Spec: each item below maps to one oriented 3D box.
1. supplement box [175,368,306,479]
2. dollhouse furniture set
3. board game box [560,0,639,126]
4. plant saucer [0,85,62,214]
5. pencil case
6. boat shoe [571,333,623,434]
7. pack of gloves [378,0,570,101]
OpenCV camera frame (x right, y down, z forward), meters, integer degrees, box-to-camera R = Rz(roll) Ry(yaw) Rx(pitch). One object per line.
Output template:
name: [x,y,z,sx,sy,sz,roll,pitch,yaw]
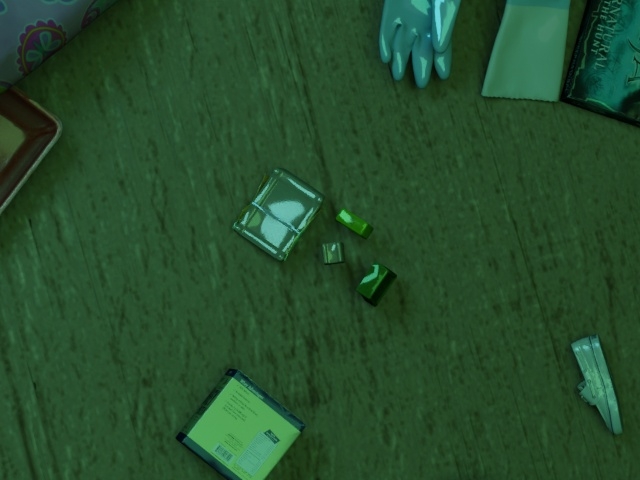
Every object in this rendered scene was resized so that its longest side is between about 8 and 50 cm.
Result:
supplement box: [-0.073,0.175,1.427,0.083,0.056,0.083,40,80,-7]
dollhouse furniture set: [0.000,0.000,1.470,0.151,0.058,0.076,33,88,11]
board game box: [0.321,-0.208,1.547,0.126,0.026,0.186,17,84,-10]
plant saucer: [-0.405,-0.074,1.377,0.258,0.048,0.259,37,80,-8]
pencil case: [-0.265,-0.216,1.351,0.124,0.124,0.284,46,63,-6]
boat shoe: [0.267,0.143,1.515,0.035,0.035,0.100,-16,94,15]
pack of gloves: [0.162,-0.242,1.454,0.195,0.046,0.232,4,110,-16]
